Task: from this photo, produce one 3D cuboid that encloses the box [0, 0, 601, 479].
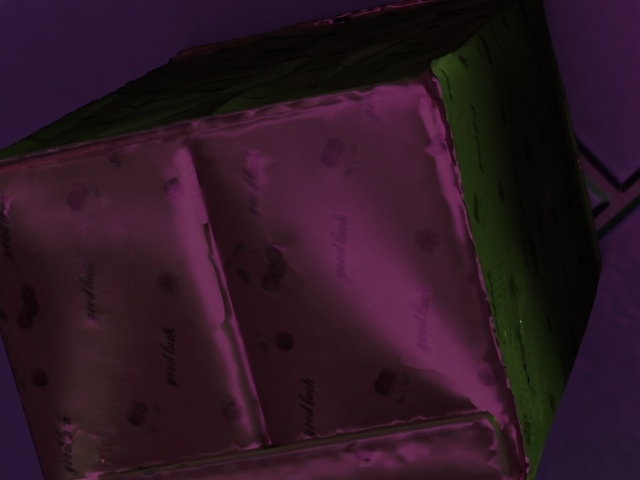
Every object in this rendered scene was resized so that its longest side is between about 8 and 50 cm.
[{"bbox_3d":[0.000,0.000,0.889,0.225,0.297,0.190,-11,104,17],"label":"box"}]
